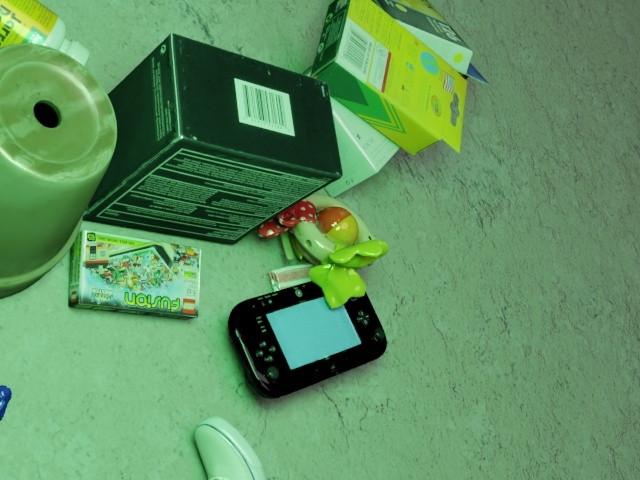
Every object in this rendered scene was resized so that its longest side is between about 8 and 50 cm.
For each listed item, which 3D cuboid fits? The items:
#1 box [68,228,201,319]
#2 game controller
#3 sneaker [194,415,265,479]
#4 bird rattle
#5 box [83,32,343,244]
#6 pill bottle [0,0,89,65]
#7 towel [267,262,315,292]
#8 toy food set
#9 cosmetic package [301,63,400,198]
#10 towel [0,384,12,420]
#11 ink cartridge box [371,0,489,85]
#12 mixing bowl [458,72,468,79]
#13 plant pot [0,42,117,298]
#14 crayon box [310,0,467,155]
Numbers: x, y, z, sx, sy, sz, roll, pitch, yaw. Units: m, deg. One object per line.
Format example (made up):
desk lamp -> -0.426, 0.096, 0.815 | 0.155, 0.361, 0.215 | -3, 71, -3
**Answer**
box -> -0.279, 0.055, 1.471 | 0.207, 0.036, 0.114 | 10, 75, -39
game controller -> -0.017, 0.154, 1.621 | 0.319, 0.067, 0.166 | -14, 83, -46
sneaker -> -0.129, 0.388, 1.420 | 0.091, 0.094, 0.258 | -22, 87, -51
bird rattle -> 0.001, -0.011, 1.679 | 0.253, 0.143, 0.207 | 38, 29, 16
box -> -0.179, -0.142, 1.486 | 0.296, 0.294, 0.182 | 11, 61, -40
pill bottle -> -0.457, -0.311, 1.439 | 0.208, 0.118, 0.117 | 35, 50, -26
towel -> -0.012, 0.138, 1.701 | 0.144, 0.029, 0.197 | -8, 79, -44
toy food set -> 0.000, 0.000, 1.754 | 0.192, 0.038, 0.132 | 6, 56, -32
cosmetic package -> 0.050, -0.246, 1.864 | 0.224, 0.138, 0.224 | 51, 45, -10
towel -> -0.504, 0.269, 1.081 | 0.228, 0.076, 0.308 | 30, 71, -30
ink cartridge box -> 0.199, -0.470, 2.048 | 0.307, 0.072, 0.303 | 13, 32, -30
mixing bowl -> 0.235, -0.374, 2.101 | 0.181, 0.098, 0.181 | 23, 27, -13
plant pot -> -0.415, -0.110, 1.265 | 0.323, 0.280, 0.323 | 21, 58, -36
crayon box -> 0.137, -0.302, 1.813 | 0.318, 0.081, 0.202 | 33, 50, -26
